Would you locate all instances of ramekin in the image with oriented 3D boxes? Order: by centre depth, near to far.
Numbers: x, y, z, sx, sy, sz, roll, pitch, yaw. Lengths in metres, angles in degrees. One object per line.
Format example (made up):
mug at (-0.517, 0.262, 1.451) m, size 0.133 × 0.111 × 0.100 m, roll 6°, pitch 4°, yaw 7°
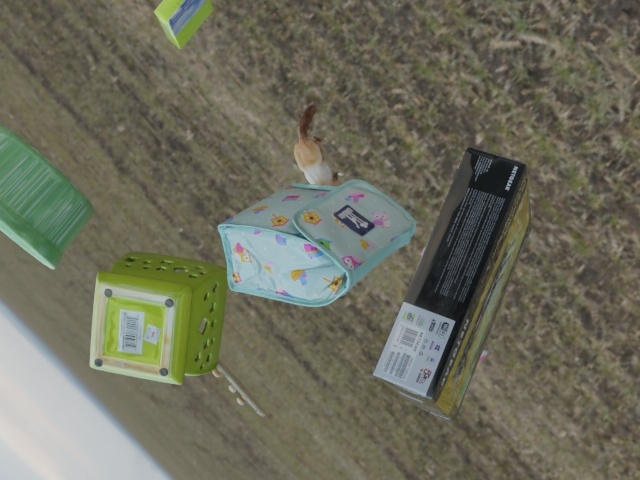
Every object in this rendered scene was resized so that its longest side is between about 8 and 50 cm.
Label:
ramekin at (-0.597, -0.095, 1.663) m, size 0.303 × 0.148 × 0.303 m, roll 36°, pitch 165°, yaw 11°

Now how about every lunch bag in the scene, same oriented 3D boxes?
lunch bag at (0.000, 0.000, 1.392) m, size 0.262 × 0.223 × 0.160 m, roll 5°, pitch 115°, yaw 36°

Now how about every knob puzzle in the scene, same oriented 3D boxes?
knob puzzle at (-0.184, 0.320, 1.817) m, size 0.213 × 0.030 × 0.213 m, roll 47°, pitch 171°, yaw 10°

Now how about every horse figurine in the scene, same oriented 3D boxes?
horse figurine at (0.002, -0.157, 1.796) m, size 0.263 × 0.066 × 0.174 m, roll 65°, pitch -161°, yaw -15°

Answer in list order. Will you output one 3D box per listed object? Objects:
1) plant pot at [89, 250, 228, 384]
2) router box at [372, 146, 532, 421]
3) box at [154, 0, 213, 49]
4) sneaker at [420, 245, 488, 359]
plant pot at (-0.329, 0.157, 1.664) m, size 0.227 × 0.228 × 0.207 m, roll 9°, pitch -171°, yaw 11°
router box at (0.183, 0.068, 1.095) m, size 0.081 × 0.309 × 0.243 m, roll 20°, pitch 169°, yaw 21°
box at (-0.253, -0.432, 1.569) m, size 0.042 × 0.109 × 0.178 m, roll 38°, pitch 176°, yaw 0°
sneaker at (0.286, 0.109, 1.653) m, size 0.103 × 0.111 × 0.252 m, roll 11°, pitch -122°, yaw -57°
